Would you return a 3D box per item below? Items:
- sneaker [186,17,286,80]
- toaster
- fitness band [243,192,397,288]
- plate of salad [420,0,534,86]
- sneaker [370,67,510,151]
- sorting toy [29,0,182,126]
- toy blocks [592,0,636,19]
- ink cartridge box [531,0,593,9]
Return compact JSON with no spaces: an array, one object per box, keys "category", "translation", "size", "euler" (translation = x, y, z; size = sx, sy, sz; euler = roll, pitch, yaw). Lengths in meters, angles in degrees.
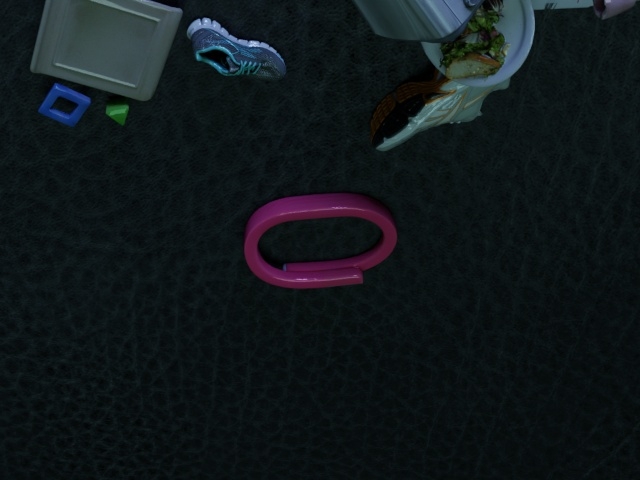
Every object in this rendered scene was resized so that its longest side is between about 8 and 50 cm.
[{"category":"sneaker","translation":[-0.131,-0.277,1.463],"size":[0.166,0.076,0.065],"euler":[18,133,-22]},{"category":"toaster","translation":[0.117,-0.368,1.322],"size":[0.129,0.227,0.146],"euler":[-52,126,-12]},{"category":"fitness band","translation":[0.000,0.000,1.784],"size":[0.291,0.054,0.209],"euler":[-5,134,-1]},{"category":"plate of salad","translation":[0.219,-0.321,1.390],"size":[0.200,0.048,0.199],"euler":[20,124,34]},{"category":"sneaker","translation":[0.199,-0.216,1.544],"size":[0.262,0.099,0.121],"euler":[-36,133,30]},{"category":"sorting toy","translation":[-0.325,-0.311,1.435],"size":[0.196,0.047,0.347],"euler":[11,135,-22]},{"category":"toy blocks","translation":[0.290,-0.461,1.154],"size":[0.260,0.288,0.309],"euler":[-14,139,2]},{"category":"ink cartridge box","translation":[0.346,-0.399,1.387],"size":[0.180,0.060,0.104],"euler":[-3,136,-1]}]
